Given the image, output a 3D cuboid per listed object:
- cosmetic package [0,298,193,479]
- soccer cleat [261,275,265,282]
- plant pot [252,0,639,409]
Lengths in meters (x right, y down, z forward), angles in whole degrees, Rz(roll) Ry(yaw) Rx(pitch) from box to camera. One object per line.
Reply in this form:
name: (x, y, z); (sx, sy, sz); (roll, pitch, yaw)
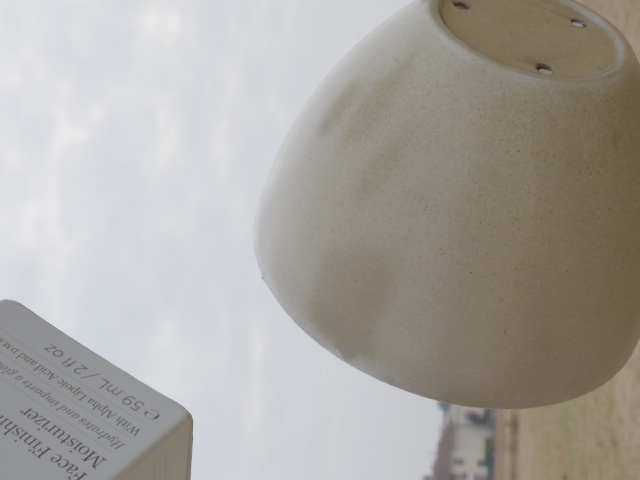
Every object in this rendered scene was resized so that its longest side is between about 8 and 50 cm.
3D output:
cosmetic package: (-0.186, 0.161, 0.587); (0.183, 0.151, 0.151); (-38, -34, -45)
soccer cleat: (0.000, 0.000, 0.988); (0.179, 0.072, 0.060); (-56, -2, 39)
plant pot: (0.111, -0.058, 0.703); (0.284, 0.284, 0.191); (-75, 0, -52)
